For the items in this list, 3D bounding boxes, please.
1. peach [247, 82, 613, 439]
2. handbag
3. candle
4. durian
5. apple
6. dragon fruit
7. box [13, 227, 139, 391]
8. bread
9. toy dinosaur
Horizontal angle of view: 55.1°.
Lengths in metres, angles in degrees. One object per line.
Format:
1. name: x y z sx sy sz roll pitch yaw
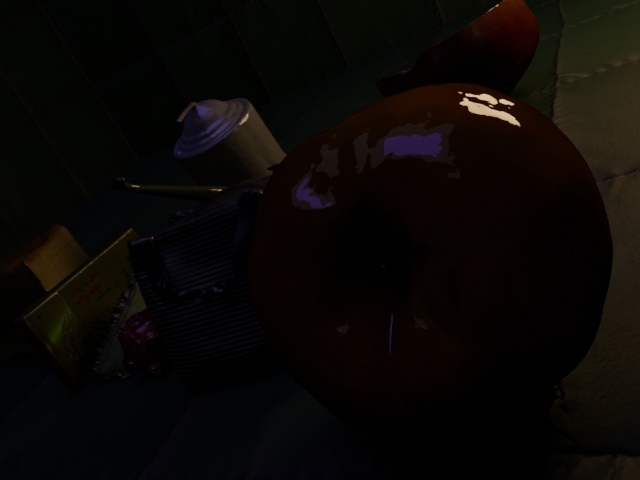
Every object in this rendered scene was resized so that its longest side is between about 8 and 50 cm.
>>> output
1. peach: 0.107 0.015 0.608 0.343 0.343 0.301 -17 -6 28
2. handbag: -0.110 0.039 0.925 0.340 0.240 0.247 -21 17 21
3. candle: -0.198 -0.191 1.403 0.221 0.342 0.221 -22 35 16
4. durian: -0.270 0.124 1.171 0.198 0.163 0.394 38 67 25
5. apple: 0.318 -0.417 1.395 0.329 0.295 0.365 30 53 35
6. dragon fruit: -0.295 0.160 1.027 0.112 0.068 0.126 -1 56 23
7. box: -0.429 0.127 1.211 0.043 0.173 0.311 -15 23 33
8. bread: -0.664 0.166 1.348 0.361 0.233 0.245 -29 22 9
9. toy dinosaur: -0.156 -0.059 1.131 0.301 0.087 0.447 -15 -16 2
